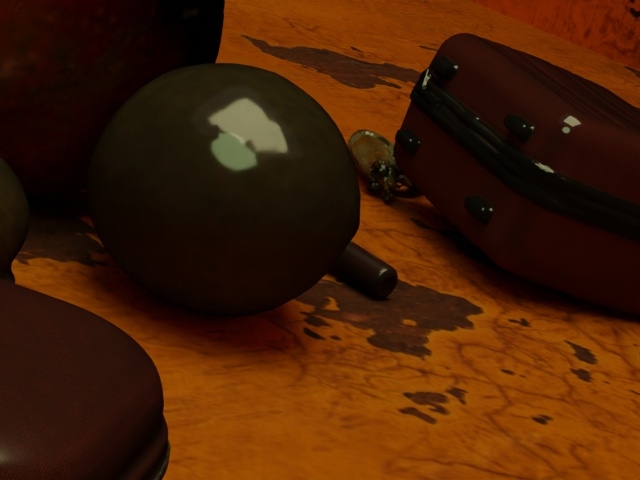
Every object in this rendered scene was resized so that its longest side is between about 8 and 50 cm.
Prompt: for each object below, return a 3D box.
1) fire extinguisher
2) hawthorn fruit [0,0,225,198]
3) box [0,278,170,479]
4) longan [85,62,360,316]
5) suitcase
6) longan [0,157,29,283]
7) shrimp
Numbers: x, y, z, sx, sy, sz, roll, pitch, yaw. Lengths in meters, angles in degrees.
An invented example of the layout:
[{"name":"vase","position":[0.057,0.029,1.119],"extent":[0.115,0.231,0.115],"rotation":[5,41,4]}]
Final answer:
[{"name":"fire extinguisher","position":[0.000,0.000,1.475],"extent":[0.173,0.035,0.049],"rotation":[33,26,35]},{"name":"hawthorn fruit","position":[-0.226,-0.172,1.387],"extent":[0.316,0.316,0.316],"rotation":[16,16,-5]},{"name":"box","position":[-0.273,0.061,0.853],"extent":[0.404,0.108,0.263],"rotation":[18,16,6]},{"name":"longan","position":[-0.068,-0.038,1.261],"extent":[0.198,0.198,0.212],"rotation":[17,16,1]},{"name":"suitcase","position":[0.219,-0.064,1.644],"extent":[0.236,0.161,0.297],"rotation":[18,15,-26]},{"name":"longan","position":[-0.236,-0.009,1.164],"extent":[0.119,0.106,0.106],"rotation":[57,17,-5]},{"name":"shrimp","position":[0.072,-0.070,1.792],"extent":[0.099,0.041,0.180],"rotation":[31,13,-8]}]
